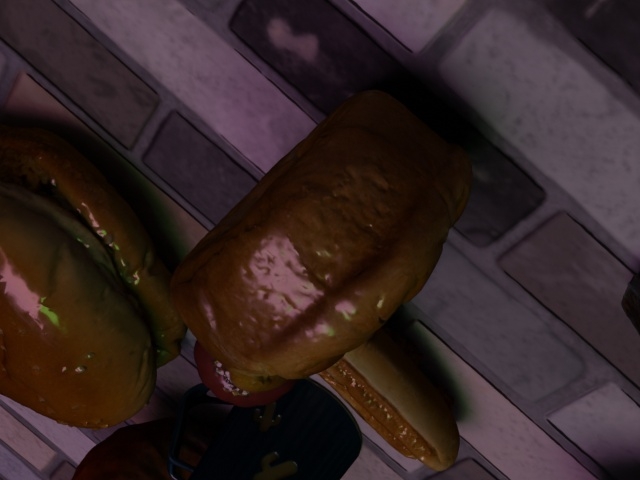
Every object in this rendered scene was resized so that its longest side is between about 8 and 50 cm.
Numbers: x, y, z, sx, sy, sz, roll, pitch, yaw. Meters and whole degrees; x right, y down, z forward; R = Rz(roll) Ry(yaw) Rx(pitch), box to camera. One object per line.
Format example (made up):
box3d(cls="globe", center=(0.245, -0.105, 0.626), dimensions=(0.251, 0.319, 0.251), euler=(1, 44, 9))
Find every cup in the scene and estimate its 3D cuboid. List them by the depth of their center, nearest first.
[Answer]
box3d(cls="cup", center=(-0.071, 0.213, 1.097), dimensions=(0.176, 0.155, 0.131), euler=(25, 139, 14))

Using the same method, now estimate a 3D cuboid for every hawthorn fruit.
box3d(cls="hawthorn fruit", center=(-0.177, 0.316, 1.236), dimensions=(0.242, 0.242, 0.272), euler=(43, 152, -6))

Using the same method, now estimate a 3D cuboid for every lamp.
box3d(cls="lamp", center=(-0.065, 0.103, 1.037), dimensions=(0.101, 0.090, 0.101), euler=(2, 109, 6))

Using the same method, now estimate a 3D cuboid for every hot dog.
box3d(cls="hot dog", center=(0.037, 0.096, 0.957), dimensions=(0.249, 0.076, 0.102), euler=(46, 169, -20))

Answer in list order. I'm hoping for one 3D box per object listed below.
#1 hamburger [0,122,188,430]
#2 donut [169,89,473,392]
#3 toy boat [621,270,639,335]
box3d(cls="hamburger", center=(-0.273, 0.047, 1.083), dimensions=(0.290, 0.170, 0.314), euler=(6, 133, 42))
box3d(cls="donut", center=(0.000, -0.001, 0.788), dimensions=(0.114, 0.226, 0.226), euler=(45, 141, -8))
box3d(cls="toy boat", center=(0.266, 0.069, 0.771), dimensions=(0.140, 0.066, 0.059), euler=(54, 160, 27))
